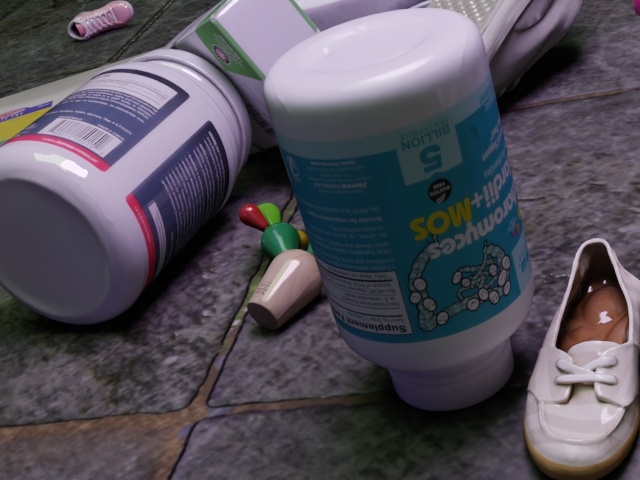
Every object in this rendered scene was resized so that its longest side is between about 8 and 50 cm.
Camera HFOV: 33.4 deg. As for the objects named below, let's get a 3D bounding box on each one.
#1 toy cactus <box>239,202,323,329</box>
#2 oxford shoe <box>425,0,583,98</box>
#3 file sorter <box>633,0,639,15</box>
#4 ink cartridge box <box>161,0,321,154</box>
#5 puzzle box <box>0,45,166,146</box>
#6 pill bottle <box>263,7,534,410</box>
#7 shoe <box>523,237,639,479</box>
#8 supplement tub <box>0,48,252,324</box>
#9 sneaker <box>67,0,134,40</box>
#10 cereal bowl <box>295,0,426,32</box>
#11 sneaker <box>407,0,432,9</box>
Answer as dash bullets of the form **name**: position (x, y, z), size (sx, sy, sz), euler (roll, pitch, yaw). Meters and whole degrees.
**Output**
- **toy cactus**: position (0.000, 0.000, 0.949), size (0.219, 0.112, 0.180), euler (15, 50, 34)
- **oxford shoe**: position (0.158, -0.196, 1.193), size (0.169, 0.130, 0.449), euler (15, 55, 48)
- **file sorter**: position (0.445, -0.156, 0.869), size (0.290, 0.182, 0.202), euler (-25, 27, -17)
- **ink cartridge box**: position (-0.080, -0.187, 1.187), size (0.092, 0.160, 0.219), euler (-48, 17, -20)
- **puzzle box**: position (-0.341, -0.181, 1.531), size (0.408, 0.052, 0.272), euler (-18, 27, 0)
- **pill bottle**: position (0.064, -0.013, 0.734), size (0.146, 0.264, 0.146), euler (-14, 28, 8)
- **shoe**: position (0.180, 0.075, 0.725), size (0.076, 0.058, 0.219), euler (-4, 29, 24)
- **supplement tub**: position (-0.201, -0.062, 1.066), size (0.191, 0.191, 0.272), euler (-2, 30, 28)
- **sneaker**: position (-0.421, -0.413, 2.022), size (0.134, 0.051, 0.070), euler (-8, 30, 25)
- **cereal bowl**: position (0.040, -0.368, 1.524), size (0.338, 0.141, 0.339), euler (-16, 38, 13)
- **sneaker**: position (0.201, -0.311, 1.412), size (0.226, 0.086, 0.163), euler (-12, 29, 9)
